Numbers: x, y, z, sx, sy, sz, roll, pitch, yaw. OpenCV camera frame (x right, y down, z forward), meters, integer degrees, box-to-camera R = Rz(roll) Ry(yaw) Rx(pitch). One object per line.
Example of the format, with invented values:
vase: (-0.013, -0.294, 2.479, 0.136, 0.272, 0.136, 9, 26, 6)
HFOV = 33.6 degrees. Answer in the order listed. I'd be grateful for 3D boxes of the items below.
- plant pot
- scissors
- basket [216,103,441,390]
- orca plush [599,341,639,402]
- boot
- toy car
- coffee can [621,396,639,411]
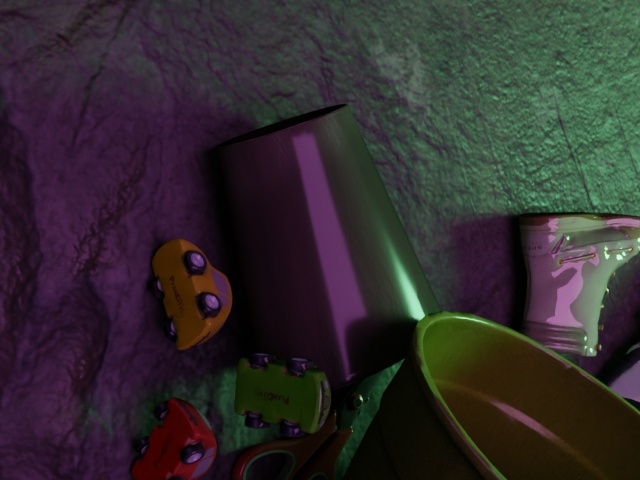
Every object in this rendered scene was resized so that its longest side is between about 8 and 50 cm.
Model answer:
plant pot: (0.135, 0.313, 0.913, 0.366, 0.366, 0.353, 22, 112, -31)
scissors: (0.028, 0.186, 1.087, 0.297, 0.021, 0.109, -40, 110, -25)
basket: (0.000, 0.000, 0.981, 0.204, 0.154, 0.227, -25, 103, -39)
orca plush: (0.425, 0.183, 1.288, 0.287, 0.151, 0.102, -43, 152, -14)
boot: (0.317, 0.050, 1.224, 0.213, 0.077, 0.165, 0, 93, -27)
toy car: (-0.068, 0.123, 0.907, 0.053, 0.225, 0.239, 4, 91, -47)
coffee can: (0.365, 0.307, 1.139, 0.275, 0.201, 0.202, 32, 76, -38)
